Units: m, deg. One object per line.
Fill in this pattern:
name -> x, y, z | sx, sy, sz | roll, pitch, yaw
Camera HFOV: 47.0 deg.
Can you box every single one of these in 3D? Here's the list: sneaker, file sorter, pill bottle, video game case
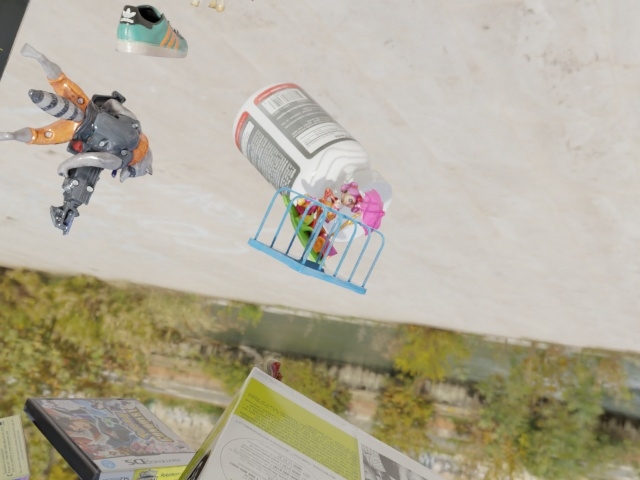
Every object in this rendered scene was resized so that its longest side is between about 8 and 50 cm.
sneaker -> -0.411, -0.526, 1.851 | 0.108, 0.121, 0.302 | 12, -165, 10
file sorter -> 0.000, 0.000, 1.129 | 0.118, 0.104, 0.170 | 25, -178, 40
pill bottle -> -0.020, -0.175, 1.643 | 0.363, 0.210, 0.210 | 48, -176, 28
video game case -> -0.387, 0.373, 1.392 | 0.275, 0.035, 0.248 | 26, -172, 41

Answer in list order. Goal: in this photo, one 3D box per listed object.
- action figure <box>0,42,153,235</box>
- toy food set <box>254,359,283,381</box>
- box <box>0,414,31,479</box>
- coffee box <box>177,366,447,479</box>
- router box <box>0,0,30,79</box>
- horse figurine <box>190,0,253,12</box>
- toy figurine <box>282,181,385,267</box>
action figure -> -0.484, -0.189, 1.491 | 0.179, 0.341, 0.330 | -3, 161, 43
toy food set -> -0.087, 0.243, 1.198 | 0.019, 0.122, 0.078 | 17, -159, 37
box -> -0.670, 0.428, 1.333 | 0.243, 0.117, 0.213 | -5, 152, -31
coffee box -> -0.052, 0.423, 0.890 | 0.338, 0.337, 0.334 | 32, -167, -2
router box -> -0.348, -0.181, 0.602 | 0.179, 0.133, 0.046 | 22, -177, -26
horse figurine -> -0.154, -0.438, 1.114 | 0.066, 0.174, 0.263 | 25, -164, 12
toy figurine -> 0.035, -0.048, 1.337 | 0.159, 0.173, 0.130 | -29, 156, 7
